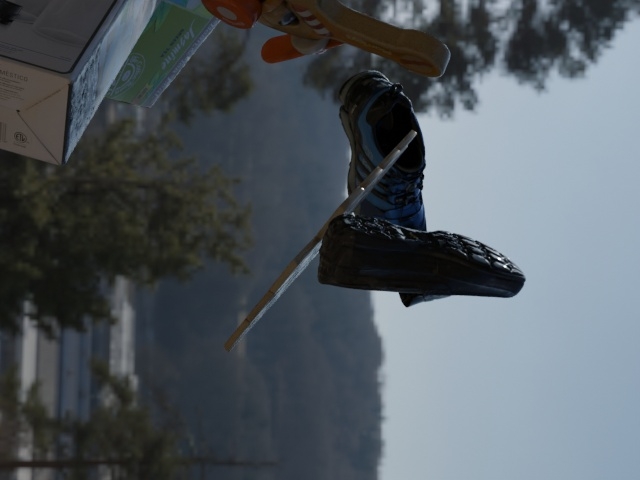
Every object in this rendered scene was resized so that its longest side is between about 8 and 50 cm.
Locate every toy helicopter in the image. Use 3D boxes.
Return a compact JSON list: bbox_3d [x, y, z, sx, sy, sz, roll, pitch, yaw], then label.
[{"bbox_3d":[0.014,-0.303,1.747,0.235,0.355,0.140,75,40,-72],"label":"toy helicopter"}]

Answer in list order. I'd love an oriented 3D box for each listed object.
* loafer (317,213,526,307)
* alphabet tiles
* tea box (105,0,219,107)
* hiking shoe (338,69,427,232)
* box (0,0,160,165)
[{"bbox_3d":[0.103,0.031,1.268,0.076,0.223,0.078,-115,-140,-61],"label":"loafer"},{"bbox_3d":[0.000,0.000,1.546,0.285,0.011,0.342,-50,178,38],"label":"alphabet tiles"},{"bbox_3d":[-0.324,-0.420,1.991,0.329,0.220,0.323,-49,163,15],"label":"tea box"},{"bbox_3d":[0.103,-0.098,1.839,0.132,0.113,0.304,40,-29,59],"label":"hiking shoe"},{"bbox_3d":[-0.245,-0.201,1.051,0.290,0.169,0.087,-72,179,-49],"label":"box"}]
